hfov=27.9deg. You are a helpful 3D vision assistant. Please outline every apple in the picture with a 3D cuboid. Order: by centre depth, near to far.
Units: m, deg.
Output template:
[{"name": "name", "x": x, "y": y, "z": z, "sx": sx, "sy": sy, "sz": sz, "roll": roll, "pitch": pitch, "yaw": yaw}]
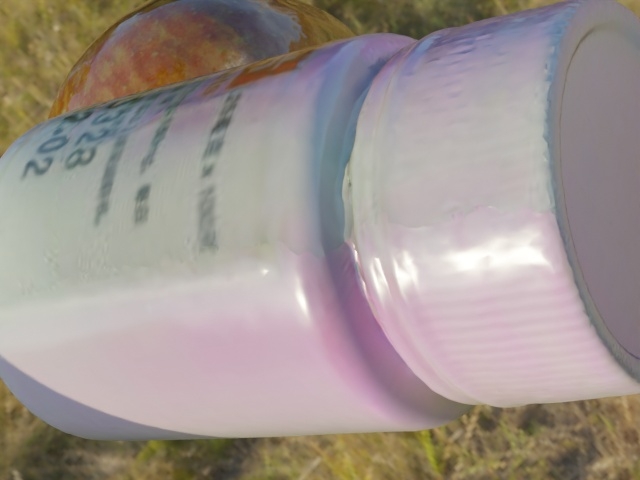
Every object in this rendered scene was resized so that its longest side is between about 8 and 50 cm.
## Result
[{"name": "apple", "x": -0.105, "y": -0.097, "z": 1.153, "sx": 0.309, "sy": 0.277, "sz": 0.250, "roll": -39, "pitch": 54, "yaw": -16}]

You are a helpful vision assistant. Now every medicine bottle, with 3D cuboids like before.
[{"name": "medicine bottle", "x": 0.000, "y": 0.000, "z": 0.726, "sx": 0.388, "sy": 0.219, "sz": 0.219, "roll": -10, "pitch": 45, "yaw": 38}]
